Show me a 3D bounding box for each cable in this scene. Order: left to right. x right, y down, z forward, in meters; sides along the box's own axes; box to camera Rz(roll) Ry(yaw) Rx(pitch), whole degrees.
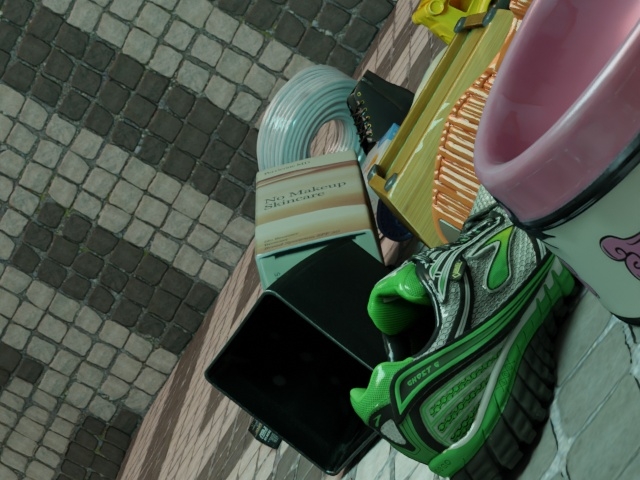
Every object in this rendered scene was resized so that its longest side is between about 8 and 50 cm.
[{"bbox_3d":[-0.001,-0.178,2.342,0.257,0.089,0.257,-37,-47,-24],"label":"cable"}]

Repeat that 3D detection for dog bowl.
[{"bbox_3d":[0.257,-0.152,0.921,0.408,0.150,0.408,-59,7,13],"label":"dog bowl"}]

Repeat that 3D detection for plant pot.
[{"bbox_3d":[0.017,0.112,1.457,0.167,0.188,0.187,-50,-2,-44],"label":"plant pot"}]

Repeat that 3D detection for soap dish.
[{"bbox_3d":[0.170,-0.135,1.523,0.291,0.118,0.229,-59,8,4],"label":"soap dish"}]

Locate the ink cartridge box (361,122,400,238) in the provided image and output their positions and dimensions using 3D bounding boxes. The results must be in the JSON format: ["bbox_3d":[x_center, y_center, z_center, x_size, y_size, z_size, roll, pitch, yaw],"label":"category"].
[{"bbox_3d":[0.090,-0.079,2.029,0.104,0.061,0.181,-50,14,55],"label":"ink cartridge box"}]

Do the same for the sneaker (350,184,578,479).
[{"bbox_3d":[0.129,0.032,1.086,0.134,0.146,0.343,-52,11,49],"label":"sneaker"}]

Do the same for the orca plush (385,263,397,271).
[{"bbox_3d":[0.043,0.104,1.730,0.151,0.102,0.287,-17,22,-2],"label":"orca plush"}]

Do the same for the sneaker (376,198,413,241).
[{"bbox_3d":[0.141,-0.098,1.767,0.090,0.081,0.232,66,-133,-76],"label":"sneaker"}]

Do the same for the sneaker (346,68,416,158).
[{"bbox_3d":[0.081,-0.183,2.250,0.222,0.118,0.083,-65,9,-30],"label":"sneaker"}]

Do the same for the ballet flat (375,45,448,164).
[{"bbox_3d":[0.162,-0.163,1.872,0.248,0.086,0.086,-62,8,5],"label":"ballet flat"}]

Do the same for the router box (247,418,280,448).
[{"bbox_3d":[-0.058,0.240,1.927,0.122,0.038,0.092,-62,7,-5],"label":"router box"}]

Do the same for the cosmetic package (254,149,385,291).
[{"bbox_3d":[0.000,0.000,1.693,0.296,0.153,0.129,-100,-5,-68],"label":"cosmetic package"}]

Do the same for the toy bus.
[{"bbox_3d":[0.209,-0.356,1.728,0.220,0.211,0.149,-60,6,-2],"label":"toy bus"}]

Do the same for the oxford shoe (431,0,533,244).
[{"bbox_3d":[0.228,-0.146,1.328,0.133,0.130,0.364,-5,-56,-59],"label":"oxford shoe"}]
